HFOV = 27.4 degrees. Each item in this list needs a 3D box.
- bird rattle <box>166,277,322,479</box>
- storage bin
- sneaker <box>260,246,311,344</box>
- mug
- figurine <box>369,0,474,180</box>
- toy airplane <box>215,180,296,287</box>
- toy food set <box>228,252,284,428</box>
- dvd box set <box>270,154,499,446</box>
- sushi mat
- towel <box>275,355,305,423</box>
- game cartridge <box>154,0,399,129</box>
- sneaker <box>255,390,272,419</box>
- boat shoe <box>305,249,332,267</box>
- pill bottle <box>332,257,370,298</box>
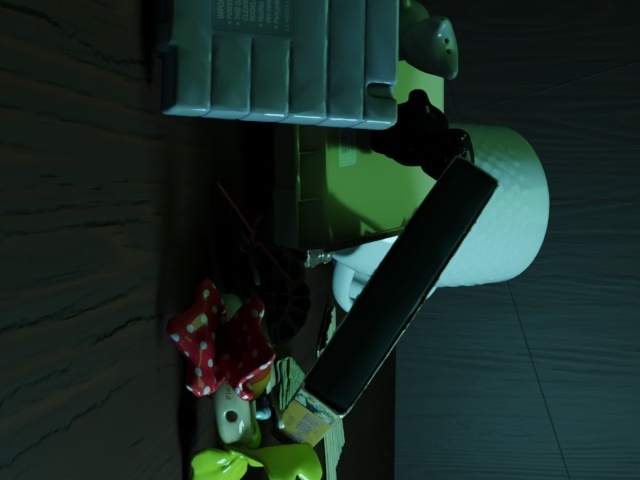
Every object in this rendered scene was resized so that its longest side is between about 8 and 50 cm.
[{"bbox_3d":[-0.098,0.141,1.340,0.207,0.143,0.253,-102,177,-63],"label":"bird rattle"},{"bbox_3d":[0.036,-0.133,1.693,0.260,0.123,0.262,-13,109,-39],"label":"storage bin"},{"bbox_3d":[-0.043,0.074,1.750,0.071,0.068,0.170,90,6,-48],"label":"sneaker"},{"bbox_3d":[0.149,-0.019,2.197,0.276,0.328,0.374,51,-49,40],"label":"mug"},{"bbox_3d":[0.118,-0.176,1.520,0.209,0.092,0.215,-133,-150,-65],"label":"figurine"},{"bbox_3d":[-0.080,-0.008,1.474,0.151,0.028,0.151,54,7,-10],"label":"toy airplane"},{"bbox_3d":[-0.079,0.114,1.491,0.132,0.038,0.192,-121,-158,-74],"label":"toy food set"},{"bbox_3d":[0.060,0.094,1.533,0.307,0.062,0.420,-55,177,-15],"label":"dvd box set"},{"bbox_3d":[0.020,0.284,2.357,0.151,0.019,0.316,-77,165,-58],"label":"sushi mat"},{"bbox_3d":[-0.045,0.227,1.880,0.148,0.027,0.110,58,33,-73],"label":"towel"},{"bbox_3d":[-0.038,-0.286,1.218,0.068,0.230,0.355,173,-81,-73],"label":"game cartridge"},{"bbox_3d":[-0.080,0.181,1.619,0.098,0.038,0.069,-102,-169,-85],"label":"sneaker"},{"bbox_3d":[0.000,0.000,2.009,0.207,0.073,0.073,-65,154,-73],"label":"boat shoe"},{"bbox_3d":[0.083,0.005,2.410,0.208,0.117,0.117,-80,168,-48],"label":"pill bottle"}]
